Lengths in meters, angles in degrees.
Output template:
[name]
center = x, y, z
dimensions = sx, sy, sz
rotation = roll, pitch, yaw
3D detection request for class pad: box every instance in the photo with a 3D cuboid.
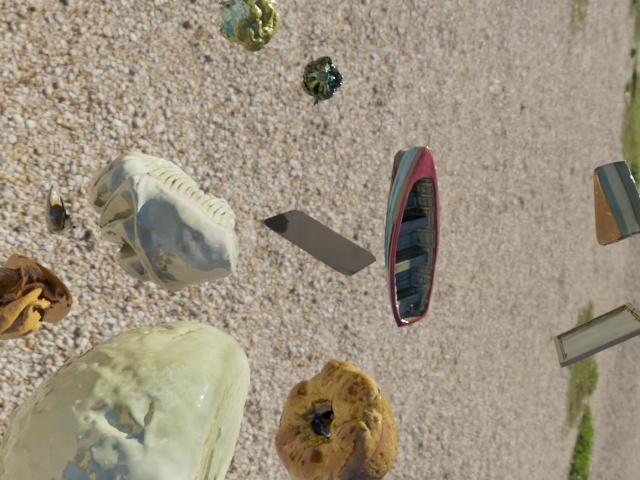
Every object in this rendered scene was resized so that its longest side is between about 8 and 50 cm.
[pad]
center = 0.000, 0.000, 1.504
dimensions = 0.181, 0.267, 0.004
rotation = -24, 141, -57

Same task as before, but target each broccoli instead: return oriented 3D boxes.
[broccoli]
center = 0.004, -0.497, 1.875
dimensions = 0.120, 0.131, 0.130
rotation = -135, -158, -85

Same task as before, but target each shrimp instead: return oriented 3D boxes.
[shrimp]
center = -0.528, -0.055, 1.237
dimensions = 0.042, 0.190, 0.101
rotation = 1, 78, -13

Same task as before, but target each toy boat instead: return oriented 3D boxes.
[toy boat]
center = 0.182, -0.007, 1.241
dimensions = 0.136, 0.079, 0.392
rotation = -18, 118, -31

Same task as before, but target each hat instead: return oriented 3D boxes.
[hat]
center = -0.790, 0.191, 1.517
dimensions = 0.233, 0.244, 0.234
rotation = -52, 153, -49

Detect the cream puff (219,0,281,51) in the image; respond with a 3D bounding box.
[cream puff]
center = -0.156, -0.490, 1.353
dimensions = 0.121, 0.156, 0.156
rotation = -8, 103, -38

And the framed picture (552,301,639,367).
[framed picture]
center = 0.426, 0.142, 0.933
dimensions = 0.010, 0.136, 0.201
rotation = 62, 17, 7

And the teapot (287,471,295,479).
[teapot]
center = -0.030, 0.568, 1.667
dimensions = 0.220, 0.318, 0.149
rotation = -25, 91, -44

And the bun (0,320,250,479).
[bun]
center = -0.221, 0.246, 0.659
dimensions = 0.352, 0.227, 0.349
rotation = 102, 5, -77

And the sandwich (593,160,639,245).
[sandwich]
center = 0.640, -0.079, 1.343
dimensions = 0.113, 0.079, 0.163
rotation = 96, -23, -78

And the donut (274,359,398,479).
[donut]
center = 0.032, 0.431, 1.386
dimensions = 0.150, 0.299, 0.317
rotation = 47, 30, -30

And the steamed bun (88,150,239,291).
[steamed bun]
center = -0.351, -0.026, 1.354
dimensions = 0.352, 0.339, 0.247
rotation = 30, 100, -15
